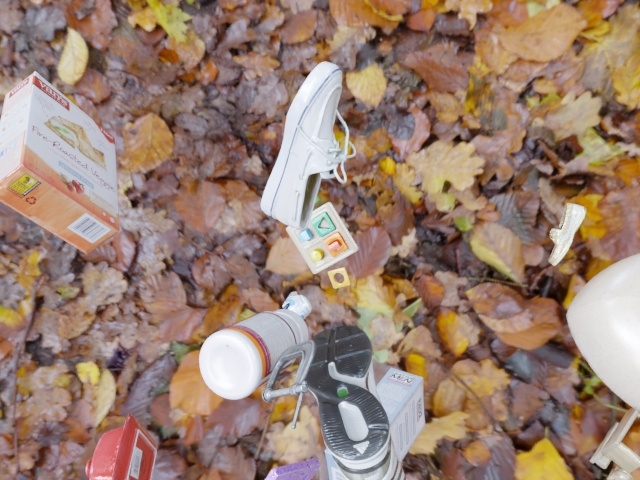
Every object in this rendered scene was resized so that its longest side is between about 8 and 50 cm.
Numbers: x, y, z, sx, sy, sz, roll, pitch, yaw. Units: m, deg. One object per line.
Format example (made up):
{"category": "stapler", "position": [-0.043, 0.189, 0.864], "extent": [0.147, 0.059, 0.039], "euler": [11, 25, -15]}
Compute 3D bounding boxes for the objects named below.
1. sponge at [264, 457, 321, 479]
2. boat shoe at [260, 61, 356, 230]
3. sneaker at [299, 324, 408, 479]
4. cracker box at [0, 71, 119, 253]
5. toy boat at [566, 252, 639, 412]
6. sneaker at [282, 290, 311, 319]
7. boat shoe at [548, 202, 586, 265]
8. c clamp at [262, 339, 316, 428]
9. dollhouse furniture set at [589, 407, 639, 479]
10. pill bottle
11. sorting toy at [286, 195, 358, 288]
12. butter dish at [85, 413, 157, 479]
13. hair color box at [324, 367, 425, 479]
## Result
{"category": "sponge", "position": [-0.096, 0.735, 1.713], "extent": [0.031, 0.210, 0.117], "euler": [40, 107, 36]}
{"category": "boat shoe", "position": [-0.001, -0.173, 1.161], "extent": [0.156, 0.136, 0.367], "euler": [32, 119, 16]}
{"category": "sneaker", "position": [0.069, 0.392, 1.221], "extent": [0.169, 0.447, 0.257], "euler": [-15, 114, 1]}
{"category": "cracker box", "position": [-0.365, -0.113, 0.785], "extent": [0.067, 0.156, 0.232], "euler": [-33, 47, 11]}
{"category": "toy boat", "position": [0.352, 0.158, 0.507], "extent": [0.267, 0.148, 0.318], "euler": [15, 62, 15]}
{"category": "sneaker", "position": [-0.088, 0.211, 1.756], "extent": [0.086, 0.237, 0.085], "euler": [-24, 88, -12]}
{"category": "boat shoe", "position": [0.502, -0.014, 1.162], "extent": [0.045, 0.050, 0.135], "euler": [24, 99, 9]}
{"category": "c clamp", "position": [-0.053, 0.217, 0.863], "extent": [0.022, 0.161, 0.137], "euler": [30, 66, -17]}
{"category": "dollhouse furniture set", "position": [0.644, 0.438, 1.110], "extent": [0.151, 0.144, 0.123], "euler": [40, 57, 22]}
{"category": "pill bottle", "position": [-0.113, 0.199, 1.029], "extent": [0.121, 0.221, 0.121], "euler": [3, 97, 23]}
{"category": "sorting toy", "position": [0.000, 0.000, 1.785], "extent": [0.196, 0.047, 0.347], "euler": [-30, 94, 28]}
{"category": "butter dish", "position": [-0.410, 0.453, 1.117], "extent": [0.118, 0.160, 0.160], "euler": [-6, 46, 6]}
{"category": "hair color box", "position": [0.166, 0.550, 1.569], "extent": [0.113, 0.185, 0.374], "euler": [11, 30, 33]}
